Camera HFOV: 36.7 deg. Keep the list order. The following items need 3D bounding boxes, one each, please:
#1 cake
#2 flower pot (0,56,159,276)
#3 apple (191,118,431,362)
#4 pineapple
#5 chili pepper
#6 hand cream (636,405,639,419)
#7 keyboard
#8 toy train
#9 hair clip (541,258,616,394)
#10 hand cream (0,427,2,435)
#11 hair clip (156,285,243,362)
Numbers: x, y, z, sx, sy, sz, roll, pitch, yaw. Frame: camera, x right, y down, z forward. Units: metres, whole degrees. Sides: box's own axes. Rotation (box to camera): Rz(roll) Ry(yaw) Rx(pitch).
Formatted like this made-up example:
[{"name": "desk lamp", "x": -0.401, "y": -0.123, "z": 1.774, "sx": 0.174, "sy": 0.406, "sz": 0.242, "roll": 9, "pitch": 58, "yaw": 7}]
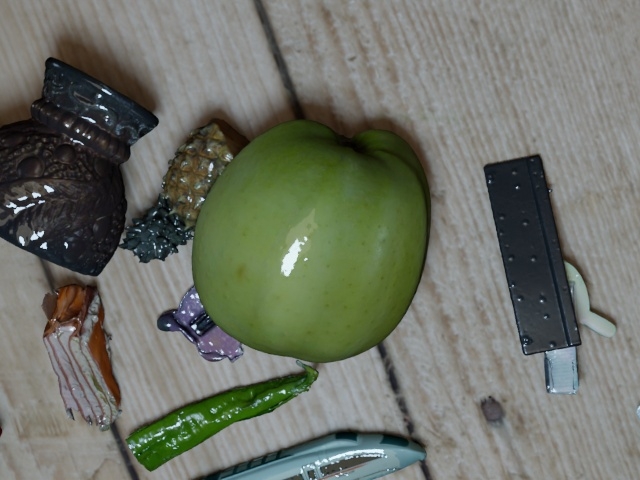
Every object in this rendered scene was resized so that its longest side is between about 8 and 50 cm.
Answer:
[{"name": "cake", "x": -0.392, "y": 0.193, "z": 1.610, "sx": 0.098, "sy": 0.135, "sz": 0.287, "roll": -4, "pitch": 119, "yaw": 0}, {"name": "flower pot", "x": -0.393, "y": -0.119, "z": 1.475, "sx": 0.267, "sy": 0.266, "sz": 0.267, "roll": 28, "pitch": 90, "yaw": -1}, {"name": "apple", "x": 0.000, "y": 0.000, "z": 1.468, "sx": 0.312, "sy": 0.320, "sz": 0.360, "roll": 24, "pitch": 108, "yaw": 20}, {"name": "pineapple", "x": -0.214, "y": -0.059, "z": 1.522, "sx": 0.279, "sy": 0.158, "sz": 0.158, "roll": -41, "pitch": 94, "yaw": 13}, {"name": "chili pepper", "x": -0.159, "y": 0.284, "z": 1.608, "sx": 0.359, "sy": 0.076, "sz": 0.085, "roll": -28, "pitch": 115, "yaw": 12}, {"name": "hand cream", "x": 0.706, "y": 0.252, "z": 1.534, "sx": 0.359, "sy": 0.118, "sz": 0.185, "roll": -35, "pitch": 99, "yaw": 14}, {"name": "keyboard", "x": 0.336, "y": 0.021, "z": 1.520, "sx": 0.101, "sy": 0.018, "sz": 0.309, "roll": -12, "pitch": 81, "yaw": 6}, {"name": "toy train", "x": -0.027, "y": 0.386, "z": 1.613, "sx": 0.407, "sy": 0.086, "sz": 0.088, "roll": -20, "pitch": 92, "yaw": 6}, {"name": "hair clip", "x": 0.394, "y": 0.134, "z": 1.548, "sx": 0.159, "sy": 0.071, "sz": 0.218, "roll": -5, "pitch": 94, "yaw": 3}, {"name": "hand cream", "x": -0.642, "y": 0.362, "z": 1.578, "sx": 0.149, "sy": 0.230, "sz": 0.230, "roll": 32, "pitch": 100, "yaw": -3}, {"name": "hair clip", "x": -0.160, "y": 0.119, "z": 1.599, "sx": 0.146, "sy": 0.056, "sz": 0.187, "roll": 44, "pitch": 108, "yaw": -5}]
